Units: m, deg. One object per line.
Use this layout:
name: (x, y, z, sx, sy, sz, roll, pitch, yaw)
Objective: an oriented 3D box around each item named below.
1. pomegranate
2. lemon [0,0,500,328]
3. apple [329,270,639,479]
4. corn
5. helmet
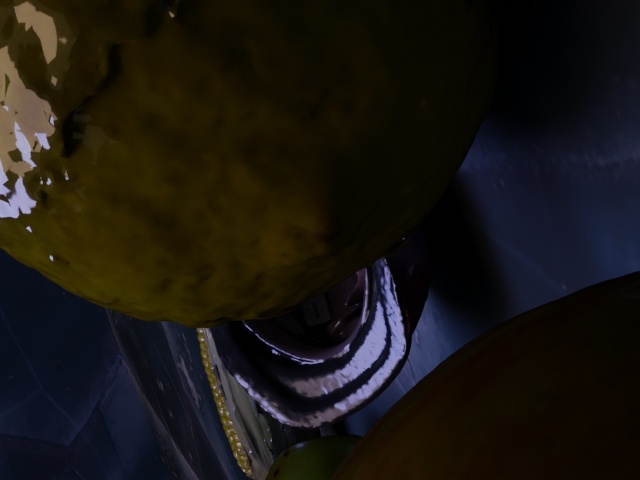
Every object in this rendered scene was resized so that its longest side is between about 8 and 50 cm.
pomegranate: (0.027, 0.251, 1.282, 0.159, 0.159, 0.205, 59, 135, 27)
lemon: (-0.079, -0.136, 0.764, 0.350, 0.349, 0.387, 87, 159, -48)
apple: (0.144, 0.204, 0.491, 0.400, 0.333, 0.400, 57, 159, 36)
corn: (-0.063, 0.124, 1.416, 0.123, 0.122, 0.305, 40, 146, 59)
helmet: (0.000, 0.000, 1.014, 0.198, 0.154, 0.253, -41, 78, 33)
